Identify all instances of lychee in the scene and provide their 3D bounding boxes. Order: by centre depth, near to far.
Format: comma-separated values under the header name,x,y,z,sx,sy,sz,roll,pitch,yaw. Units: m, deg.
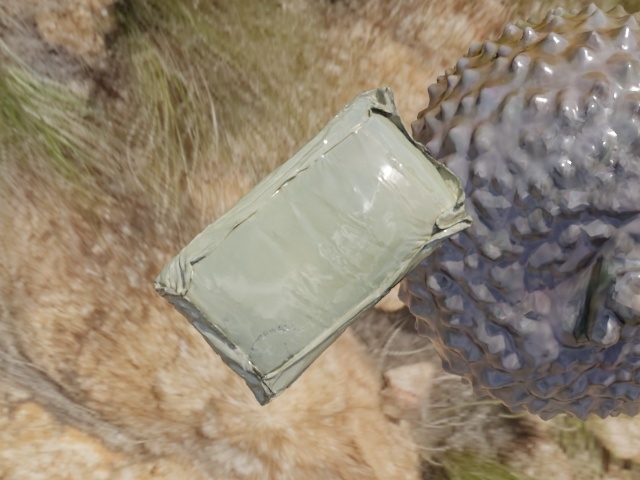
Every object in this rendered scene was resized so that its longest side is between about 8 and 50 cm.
name,x,y,z,sx,sy,sz,roll,pitch,yaw
lychee,0.237,-0.033,1.233,0.380,0.432,0.380,0,118,-1

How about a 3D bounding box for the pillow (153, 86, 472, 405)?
name,x,y,z,sx,sy,sz,roll,pitch,yaw
pillow,0.000,0.000,0.903,0.208,0.053,0.119,-41,80,-11
